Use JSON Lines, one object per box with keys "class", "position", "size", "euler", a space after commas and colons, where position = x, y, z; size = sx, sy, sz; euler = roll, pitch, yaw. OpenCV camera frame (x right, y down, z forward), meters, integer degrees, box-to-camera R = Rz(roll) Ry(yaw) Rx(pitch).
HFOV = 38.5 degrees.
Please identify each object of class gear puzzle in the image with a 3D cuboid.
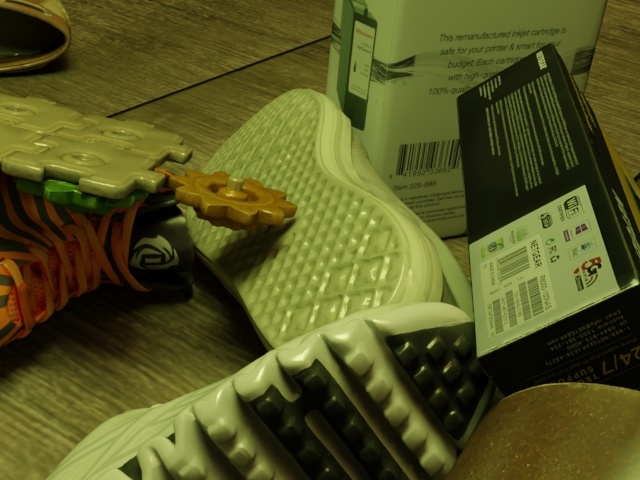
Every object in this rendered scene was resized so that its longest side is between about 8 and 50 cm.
{"class": "gear puzzle", "position": [-0.182, -0.053, 0.632], "size": [0.338, 0.044, 0.175], "euler": [13, 19, 1]}

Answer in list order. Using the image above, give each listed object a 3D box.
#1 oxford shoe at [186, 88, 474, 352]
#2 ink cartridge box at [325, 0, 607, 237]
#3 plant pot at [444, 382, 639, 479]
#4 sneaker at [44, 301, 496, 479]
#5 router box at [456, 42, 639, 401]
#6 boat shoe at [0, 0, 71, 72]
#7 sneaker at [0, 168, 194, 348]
{"class": "oxford shoe", "position": [0.000, 0.000, 0.714], "size": [0.130, 0.169, 0.449], "euler": [42, 7, -28]}
{"class": "ink cartridge box", "position": [0.123, -0.155, 0.818], "size": [0.211, 0.289, 0.121], "euler": [-8, 34, -23]}
{"class": "plant pot", "position": [0.078, 0.207, 0.324], "size": [0.215, 0.215, 0.230], "euler": [28, 52, 32]}
{"class": "sneaker", "position": [-0.053, 0.109, 0.451], "size": [0.292, 0.110, 0.118], "euler": [-30, 21, -2]}
{"class": "router box", "position": [0.179, 0.045, 0.550], "size": [0.081, 0.243, 0.309], "euler": [-29, 24, 21]}
{"class": "boat shoe", "position": [-0.438, -0.239, 1.030], "size": [0.324, 0.123, 0.116], "euler": [-14, 38, -28]}
{"class": "sneaker", "position": [-0.185, 0.008, 0.654], "size": [0.180, 0.125, 0.321], "euler": [5, 31, 1]}
